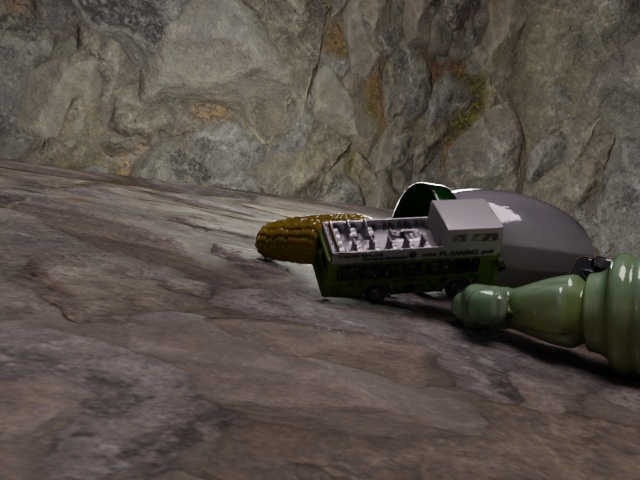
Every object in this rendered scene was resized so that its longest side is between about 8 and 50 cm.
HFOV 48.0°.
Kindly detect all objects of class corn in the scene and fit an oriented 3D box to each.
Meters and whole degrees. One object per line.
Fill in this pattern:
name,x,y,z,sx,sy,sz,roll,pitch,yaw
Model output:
corn,0.000,0.000,1.347,0.101,0.102,0.310,5,-4,-41

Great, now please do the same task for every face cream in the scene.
face cream,0.338,0.007,1.442,0.356,0.220,0.312,7,8,-21

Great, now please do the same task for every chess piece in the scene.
chess piece,0.331,0.102,1.056,0.298,0.176,0.175,0,0,30

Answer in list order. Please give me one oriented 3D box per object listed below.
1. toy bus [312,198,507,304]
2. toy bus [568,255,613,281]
toy bus,0.144,0.018,1.175,0.301,0.139,0.113,-4,36,-11
toy bus,0.558,0.121,1.188,0.289,0.140,0.157,17,4,36
